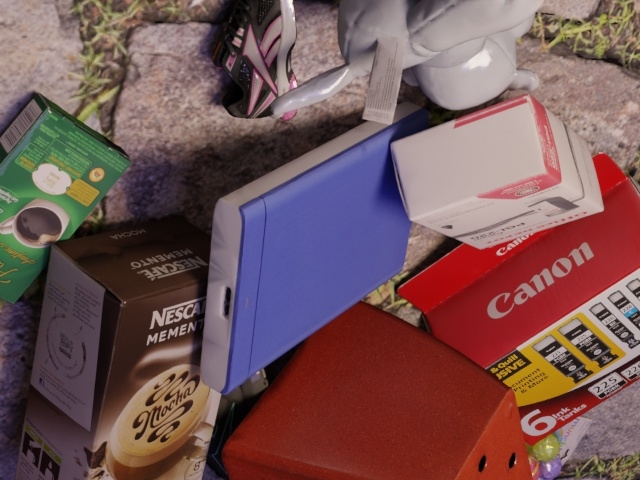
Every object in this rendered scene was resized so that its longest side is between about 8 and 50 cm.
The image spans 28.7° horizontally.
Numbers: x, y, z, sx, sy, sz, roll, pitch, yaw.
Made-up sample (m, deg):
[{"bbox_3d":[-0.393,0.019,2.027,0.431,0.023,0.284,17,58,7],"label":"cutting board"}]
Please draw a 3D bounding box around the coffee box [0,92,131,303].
[{"bbox_3d":[-0.279,-0.037,1.174,0.184,0.040,0.113,-50,134,6],"label":"coffee box"}]

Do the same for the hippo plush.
[{"bbox_3d":[0.143,-0.212,1.184,0.236,0.234,0.294,26,76,-53],"label":"hippo plush"}]

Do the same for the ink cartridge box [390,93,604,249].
[{"bbox_3d":[0.193,-0.066,1.333,0.159,0.092,0.218,-18,165,24],"label":"ink cartridge box"}]

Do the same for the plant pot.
[{"bbox_3d":[0.087,0.259,1.397,0.267,0.236,0.267,-50,137,-36],"label":"plant pot"}]

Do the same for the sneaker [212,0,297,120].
[{"bbox_3d":[-0.066,-0.189,1.190,0.077,0.072,0.178,-11,120,-13],"label":"sneaker"}]

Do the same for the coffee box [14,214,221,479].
[{"bbox_3d":[-0.194,0.139,1.270,0.168,0.119,0.297,-15,129,-44],"label":"coffee box"}]

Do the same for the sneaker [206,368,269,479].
[{"bbox_3d":[-0.104,0.222,1.441,0.106,0.101,0.267,-14,121,-7],"label":"sneaker"}]

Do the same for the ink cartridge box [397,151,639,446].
[{"bbox_3d":[0.293,0.078,1.500,0.309,0.130,0.272,-36,135,18],"label":"ink cartridge box"}]

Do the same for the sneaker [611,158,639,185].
[{"bbox_3d":[0.333,-0.062,1.538,0.192,0.064,0.086,9,99,-30],"label":"sneaker"}]

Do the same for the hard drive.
[{"bbox_3d":[0.000,0.000,1.282,0.319,0.040,0.210,-32,138,-47],"label":"hard drive"}]

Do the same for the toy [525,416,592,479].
[{"bbox_3d":[0.291,0.304,1.757,0.237,0.056,0.137,18,111,-39],"label":"toy"}]
